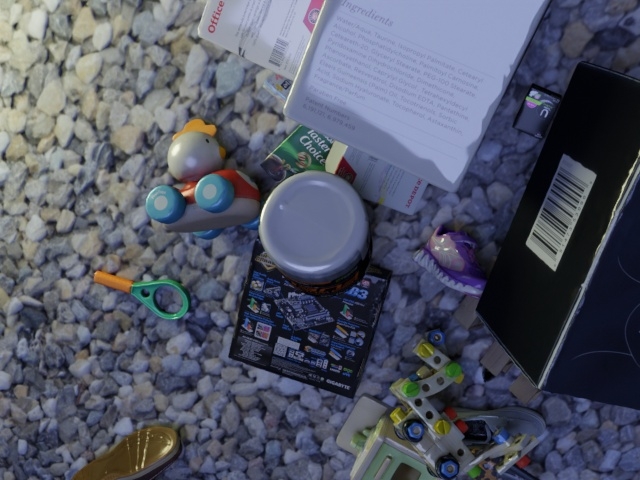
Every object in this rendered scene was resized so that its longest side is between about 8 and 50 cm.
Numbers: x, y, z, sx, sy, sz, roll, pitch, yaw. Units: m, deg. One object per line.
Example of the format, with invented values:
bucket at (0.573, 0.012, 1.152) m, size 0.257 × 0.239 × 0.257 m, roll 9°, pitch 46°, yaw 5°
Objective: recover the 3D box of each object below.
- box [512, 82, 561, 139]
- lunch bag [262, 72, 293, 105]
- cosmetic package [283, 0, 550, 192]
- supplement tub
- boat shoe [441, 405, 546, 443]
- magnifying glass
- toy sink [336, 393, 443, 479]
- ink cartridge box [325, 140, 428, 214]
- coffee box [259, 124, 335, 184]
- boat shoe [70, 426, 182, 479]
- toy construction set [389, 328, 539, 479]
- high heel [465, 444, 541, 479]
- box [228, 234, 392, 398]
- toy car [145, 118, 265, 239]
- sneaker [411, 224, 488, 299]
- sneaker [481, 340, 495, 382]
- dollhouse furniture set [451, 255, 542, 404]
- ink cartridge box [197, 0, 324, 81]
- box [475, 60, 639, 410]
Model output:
box at (0.402, -0.239, 1.621) m, size 0.062 × 0.052 × 0.083 m, roll 25°, pitch 114°, yaw 7°
lunch bag at (-0.070, -0.297, 1.711) m, size 0.071 × 0.083 × 0.053 m, roll 40°, pitch 114°, yaw 0°
cosmetic package at (0.185, -0.351, 1.491) m, size 0.328 × 0.329 × 0.393 m, roll 26°, pitch 114°, yaw 6°
supplement tub at (0.000, 0.000, 1.630) m, size 0.194 × 0.316 × 0.193 m, roll -1°, pitch 78°, yaw 6°
boat shoe at (0.357, 0.400, 1.838) m, size 0.228 × 0.081 × 0.079 m, roll -1°, pitch 108°, yaw 16°
magnifying glass at (-0.403, 0.115, 1.976) m, size 0.231 × 0.026 × 0.092 m, roll 17°, pitch 112°, yaw 10°
toy sink at (0.150, 0.468, 1.891) m, size 0.234 × 0.131 × 0.152 m, roll 29°, pitch 113°, yaw 4°
ink cartridge box at (0.116, -0.151, 1.663) m, size 0.176 × 0.127 × 0.128 m, roll 20°, pitch 113°, yaw -12°
coffee box at (-0.022, -0.176, 1.763) m, size 0.184 × 0.040 × 0.113 m, roll -40°, pitch 95°, yaw 23°
boat shoe at (-0.452, 0.564, 2.110) m, size 0.342 × 0.123 × 0.123 m, roll -33°, pitch 127°, yaw 17°
toy construction set at (0.270, 0.356, 1.766) m, size 0.215 × 0.151 × 0.327 m, roll -41°, pitch 76°, yaw -15°
high heel at (0.346, 0.557, 1.891) m, size 0.186 × 0.093 × 0.261 m, roll 32°, pitch 120°, yaw 6°
box at (-0.026, 0.159, 1.863) m, size 0.296 × 0.073 × 0.293 m, roll 17°, pitch 109°, yaw 8°
toy car at (-0.231, -0.144, 1.776) m, size 0.211 × 0.219 × 0.237 m, roll -11°, pitch 77°, yaw 18°
sneaker at (0.267, 0.037, 1.679) m, size 0.095 × 0.236 × 0.104 m, roll 26°, pitch 98°, yaw -29°
sneaker at (0.360, 0.251, 1.793) m, size 0.038 × 0.069 × 0.098 m, roll 22°, pitch 113°, yaw 7°
dollhouse furniture set at (0.402, 0.161, 1.679) m, size 0.242 × 0.212 × 0.161 m, roll 44°, pitch 118°, yaw 27°
ink cartridge box at (-0.090, -0.424, 1.663) m, size 0.237 × 0.100 × 0.171 m, roll 26°, pitch 113°, yaw 4°
box at (0.585, 0.019, 1.422) m, size 0.472 × 0.297 × 0.479 m, roll 14°, pitch 108°, yaw -16°
